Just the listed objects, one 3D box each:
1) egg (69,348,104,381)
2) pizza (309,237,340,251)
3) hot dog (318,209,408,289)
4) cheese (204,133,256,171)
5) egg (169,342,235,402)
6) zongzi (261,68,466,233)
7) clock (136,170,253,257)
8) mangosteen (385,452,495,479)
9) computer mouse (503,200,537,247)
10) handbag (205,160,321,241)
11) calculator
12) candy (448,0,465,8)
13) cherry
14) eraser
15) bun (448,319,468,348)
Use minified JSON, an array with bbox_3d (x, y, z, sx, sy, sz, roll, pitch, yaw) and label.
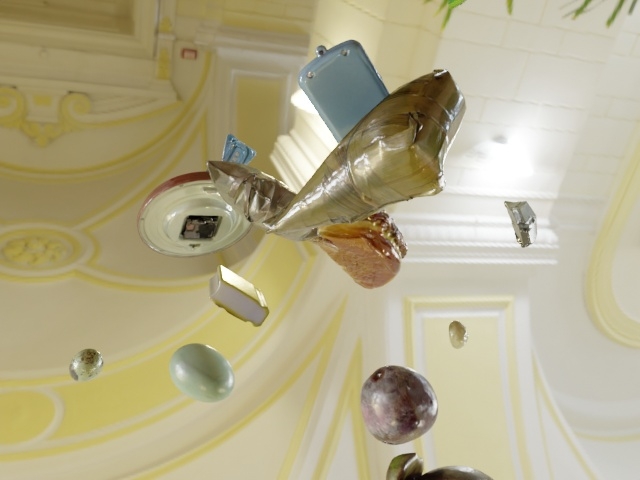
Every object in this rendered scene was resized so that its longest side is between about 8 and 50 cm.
[{"bbox_3d":[-0.655,0.350,1.777,0.085,0.110,0.085,48,-162,-22],"label":"egg"},{"bbox_3d":[0.009,0.002,1.838,0.100,0.029,0.099,20,174,9],"label":"pizza"},{"bbox_3d":[0.147,-0.003,2.042,0.223,0.405,0.185,-9,-126,32],"label":"hot dog"},{"bbox_3d":[-0.295,-0.195,1.954,0.135,0.244,0.052,32,175,-39],"label":"cheese"},{"bbox_3d":[-0.376,0.422,2.027,0.231,0.168,0.168,29,-149,20],"label":"egg"},{"bbox_3d":[0.069,-0.127,0.963,0.289,0.123,0.260,-22,-155,36],"label":"zongzi"},{"bbox_3d":[-0.320,-0.054,1.678,0.318,0.318,0.080,-2,-129,-26],"label":"clock"},{"bbox_3d":[0.267,0.614,1.332,0.330,0.330,0.330,10,-153,-5],"label":"mangosteen"},{"bbox_3d":[0.566,-0.057,1.768,0.071,0.126,0.231,-18,-175,13],"label":"computer mouse"},{"bbox_3d":[-0.120,-0.086,1.363,0.270,0.117,0.182,31,174,7],"label":"handbag"},{"bbox_3d":[0.052,-0.232,1.050,0.121,0.210,0.039,-32,-151,11],"label":"calculator"},{"bbox_3d":[0.361,-0.595,1.420,0.032,0.178,0.102,44,165,-19],"label":"candy"},{"bbox_3d":[0.185,0.399,1.566,0.195,0.195,0.195,10,-153,-5],"label":"cherry"},{"bbox_3d":[-0.224,0.149,1.724,0.158,0.069,0.226,35,-179,-13],"label":"eraser"},{"bbox_3d":[0.418,0.284,1.914,0.055,0.086,0.086,-6,-159,20],"label":"bun"}]
